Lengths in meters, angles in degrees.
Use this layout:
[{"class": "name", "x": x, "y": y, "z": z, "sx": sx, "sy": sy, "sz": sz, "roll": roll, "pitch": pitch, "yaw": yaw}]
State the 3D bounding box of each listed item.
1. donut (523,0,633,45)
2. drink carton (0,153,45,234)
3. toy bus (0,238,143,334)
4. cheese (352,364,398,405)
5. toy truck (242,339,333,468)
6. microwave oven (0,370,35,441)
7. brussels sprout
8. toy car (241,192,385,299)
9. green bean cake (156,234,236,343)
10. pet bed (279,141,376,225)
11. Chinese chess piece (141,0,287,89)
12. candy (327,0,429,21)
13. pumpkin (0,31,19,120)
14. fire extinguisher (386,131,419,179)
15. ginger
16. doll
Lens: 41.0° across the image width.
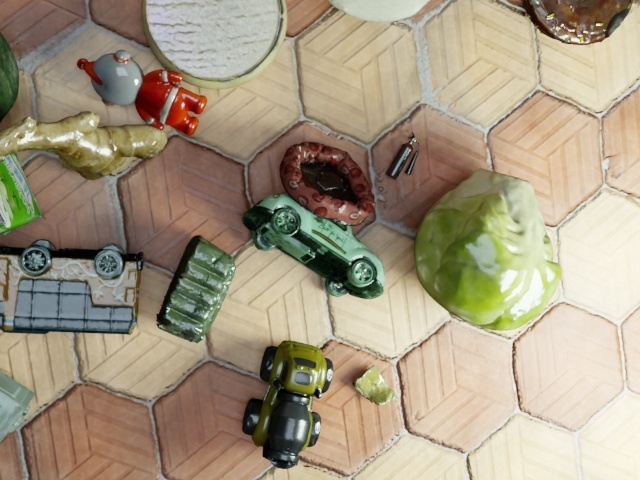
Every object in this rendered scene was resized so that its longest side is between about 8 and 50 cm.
[{"class": "donut", "x": 0.515, "y": -0.503, "z": 1.718, "sx": 0.216, "sy": 0.096, "sz": 0.230, "roll": 23, "pitch": 90, "yaw": -13}, {"class": "drink carton", "x": -0.579, "y": -0.081, "z": 1.470, "sx": 0.108, "sy": 0.271, "sz": 0.161, "roll": -21, "pitch": 98, "yaw": -2}, {"class": "toy bus", "x": -0.469, "y": 0.087, "z": 1.572, "sx": 0.275, "sy": 0.138, "sz": 0.167, "roll": 4, "pitch": 95, "yaw": -12}, {"class": "cheese", "x": 0.111, "y": 0.301, "z": 1.735, "sx": 0.060, "sy": 0.041, "sz": 0.084, "roll": -40, "pitch": 84, "yaw": -12}, {"class": "toy truck", "x": -0.055, "y": 0.313, "z": 1.644, "sx": 0.147, "sy": 0.165, "sz": 0.225, "roll": 15, "pitch": 91, "yaw": -10}, {"class": "microwave oven", "x": -0.649, "y": 0.335, "z": 1.564, "sx": 0.162, "sy": 0.122, "sz": 0.208, "roll": 37, "pitch": 87, "yaw": -10}, {"class": "brussels sprout", "x": 0.316, "y": 0.021, "z": 1.648, "sx": 0.273, "sy": 0.242, "sz": 0.317, "roll": -11, "pitch": 93, "yaw": -16}, {"class": "toy car", "x": 0.000, "y": 0.000, "z": 1.651, "sx": 0.305, "sy": 0.136, "sz": 0.125, "roll": 31, "pitch": 67, "yaw": -12}, {"class": "green bean cake", "x": -0.228, "y": 0.089, "z": 1.593, "sx": 0.094, "sy": 0.173, "sz": 0.182, "roll": 26, "pitch": 89, "yaw": -12}, {"class": "pet bed", "x": 0.012, "y": -0.110, "z": 1.622, "sx": 0.201, "sy": 0.201, "sz": 0.053, "roll": 25, "pitch": 128, "yaw": -11}, {"class": "Chinese chess piece", "x": -0.196, "y": -0.417, "z": 1.592, "sx": 0.269, "sy": 0.112, "sz": 0.270, "roll": -1, "pitch": 94, "yaw": -9}, {"class": "candy", "x": 0.106, "y": -0.549, "z": 1.600, "sx": 0.295, "sy": 0.185, "sz": 0.296, "roll": 0, "pitch": 88, "yaw": -11}, {"class": "pumpkin", "x": -0.661, "y": -0.282, "z": 1.436, "sx": 0.300, "sy": 0.300, "sz": 0.207, "roll": 9, "pitch": 137, "yaw": -9}, {"class": "fire extinguisher", "x": 0.175, "y": -0.165, "z": 1.716, "sx": 0.046, "sy": 0.032, "sz": 0.100, "roll": 31, "pitch": 95, "yaw": 0}, {"class": "ginger", "x": -0.431, "y": -0.171, "z": 1.533, "sx": 0.148, "sy": 0.333, "sz": 0.081, "roll": -34, "pitch": 67, "yaw": 31}, {"class": "doll", "x": -0.334, "y": -0.278, "z": 1.586, "sx": 0.245, "sy": 0.076, "sz": 0.142, "roll": 25, "pitch": 130, "yaw": -5}]
